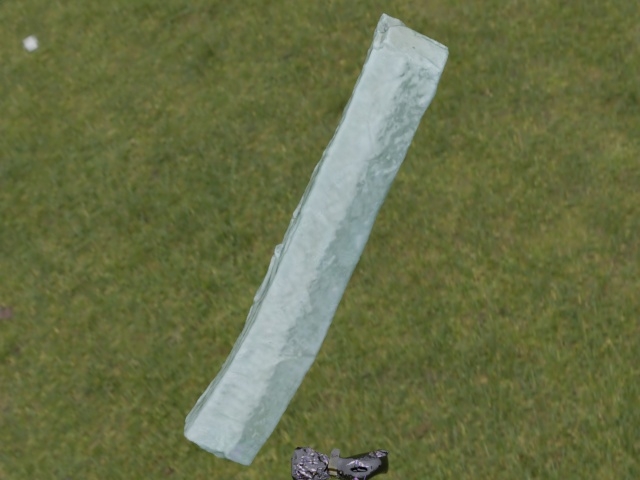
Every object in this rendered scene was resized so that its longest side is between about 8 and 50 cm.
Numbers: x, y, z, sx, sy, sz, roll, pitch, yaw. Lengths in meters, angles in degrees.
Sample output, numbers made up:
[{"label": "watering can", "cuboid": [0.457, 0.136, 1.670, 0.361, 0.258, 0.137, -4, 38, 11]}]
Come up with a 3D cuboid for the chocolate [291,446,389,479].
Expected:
[{"label": "chocolate", "cuboid": [0.029, 0.341, 1.720, 0.147, 0.070, 0.072, -12, 36, 28]}]

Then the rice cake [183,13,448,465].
[{"label": "rice cake", "cuboid": [0.000, 0.000, 0.590, 0.045, 0.042, 0.245, 26, 86, -8]}]
